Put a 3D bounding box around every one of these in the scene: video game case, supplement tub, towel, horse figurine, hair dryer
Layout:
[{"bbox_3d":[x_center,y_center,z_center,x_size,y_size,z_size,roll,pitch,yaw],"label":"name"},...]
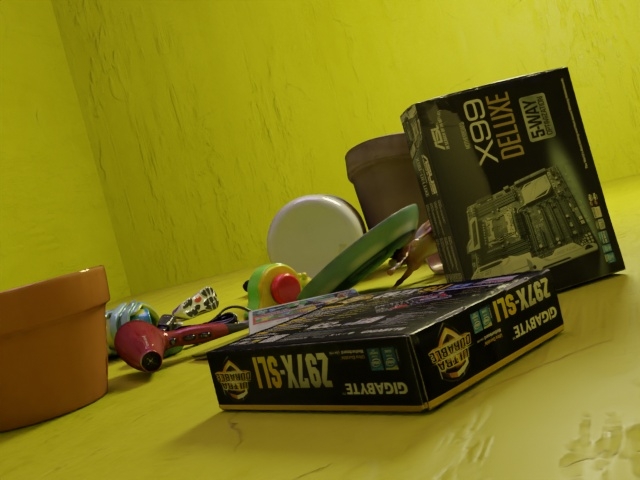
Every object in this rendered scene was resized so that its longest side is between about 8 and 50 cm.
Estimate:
[{"bbox_3d":[-0.023,0.131,1.317,0.201,0.023,0.183,-12,10,-4],"label":"video game case"},{"bbox_3d":[0.000,0.000,2.013,0.241,0.241,0.331,-14,2,6],"label":"supplement tub"},{"bbox_3d":[-0.106,0.169,1.382,0.237,0.021,0.102,-18,-2,-37],"label":"towel"},{"bbox_3d":[0.201,0.002,1.490,0.174,0.066,0.263,-43,-8,-49],"label":"horse figurine"},{"bbox_3d":[-0.259,0.163,1.386,0.223,0.080,0.293,-12,11,20],"label":"hair dryer"}]

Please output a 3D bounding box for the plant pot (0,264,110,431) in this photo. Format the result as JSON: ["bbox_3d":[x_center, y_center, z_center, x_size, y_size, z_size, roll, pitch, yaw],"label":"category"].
[{"bbox_3d":[-0.459,0.172,1.218,0.290,0.204,0.291,-15,1,0],"label":"plant pot"}]

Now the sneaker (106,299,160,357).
[{"bbox_3d":[-0.471,0.200,1.627,0.208,0.127,0.319,-15,3,36],"label":"sneaker"}]

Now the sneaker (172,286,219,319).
[{"bbox_3d":[-0.354,0.178,2.177,0.071,0.068,0.170,-20,-1,35],"label":"sneaker"}]

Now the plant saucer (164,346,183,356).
[{"bbox_3d":[-0.317,0.216,1.516,0.119,0.021,0.119,-15,3,1],"label":"plant saucer"}]

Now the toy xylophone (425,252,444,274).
[{"bbox_3d":[0.341,0.010,1.584,0.236,0.081,0.322,-15,3,-23],"label":"toy xylophone"}]

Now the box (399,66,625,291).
[{"bbox_3d":[0.273,-0.071,1.111,0.242,0.308,0.076,-15,-2,-12],"label":"box"}]

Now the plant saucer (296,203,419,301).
[{"bbox_3d":[0.088,0.041,1.605,0.317,0.044,0.317,-38,-10,-8],"label":"plant saucer"}]

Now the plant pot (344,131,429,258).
[{"bbox_3d":[0.232,-0.105,2.063,0.323,0.280,0.323,-3,-12,-1],"label":"plant pot"}]

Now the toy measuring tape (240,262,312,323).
[{"bbox_3d":[-0.147,0.120,1.635,0.330,0.121,0.121,-17,3,-37],"label":"toy measuring tape"}]

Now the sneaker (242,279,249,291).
[{"bbox_3d":[-0.198,0.140,2.335,0.089,0.051,0.170,-14,-2,18],"label":"sneaker"}]

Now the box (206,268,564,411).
[{"bbox_3d":[0.065,0.114,0.873,0.257,0.079,0.322,-14,1,-44],"label":"box"}]
